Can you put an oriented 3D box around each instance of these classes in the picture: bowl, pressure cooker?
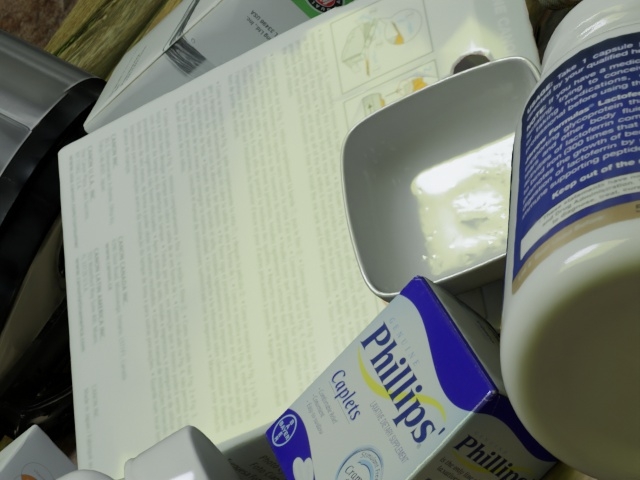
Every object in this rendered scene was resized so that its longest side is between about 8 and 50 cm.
[{"bbox_3d":[0.088,-0.029,1.116,0.142,0.053,0.142,-22,54,17],"label":"bowl"},{"bbox_3d":[-0.342,-0.015,1.710,0.370,0.420,0.375,-66,-7,16],"label":"pressure cooker"}]

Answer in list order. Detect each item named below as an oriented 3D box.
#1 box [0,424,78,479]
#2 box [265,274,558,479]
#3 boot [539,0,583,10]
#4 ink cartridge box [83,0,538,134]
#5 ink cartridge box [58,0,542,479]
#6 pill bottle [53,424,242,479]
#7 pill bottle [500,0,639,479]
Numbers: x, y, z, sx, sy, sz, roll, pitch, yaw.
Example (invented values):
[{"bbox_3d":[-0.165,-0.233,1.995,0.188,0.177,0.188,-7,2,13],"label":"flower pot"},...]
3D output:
[{"bbox_3d":[-0.220,0.241,1.315,0.091,0.130,0.170,-38,10,34],"label":"box"},{"bbox_3d":[0.051,0.111,1.036,0.137,0.072,0.126,-47,34,11],"label":"box"},{"bbox_3d":[0.225,-0.269,1.325,0.165,0.077,0.213,8,81,71],"label":"boot"},{"bbox_3d":[-0.011,-0.127,1.430,0.289,0.211,0.121,-36,22,35],"label":"ink cartridge box"},{"bbox_3d":[0.000,0.000,1.256,0.385,0.091,0.308,-24,53,21],"label":"ink cartridge box"},{"bbox_3d":[-0.163,0.239,1.103,0.283,0.161,0.161,-32,21,2],"label":"pill bottle"},{"bbox_3d":[0.169,-0.016,0.917,0.153,0.153,0.265,-39,23,30],"label":"pill bottle"}]
